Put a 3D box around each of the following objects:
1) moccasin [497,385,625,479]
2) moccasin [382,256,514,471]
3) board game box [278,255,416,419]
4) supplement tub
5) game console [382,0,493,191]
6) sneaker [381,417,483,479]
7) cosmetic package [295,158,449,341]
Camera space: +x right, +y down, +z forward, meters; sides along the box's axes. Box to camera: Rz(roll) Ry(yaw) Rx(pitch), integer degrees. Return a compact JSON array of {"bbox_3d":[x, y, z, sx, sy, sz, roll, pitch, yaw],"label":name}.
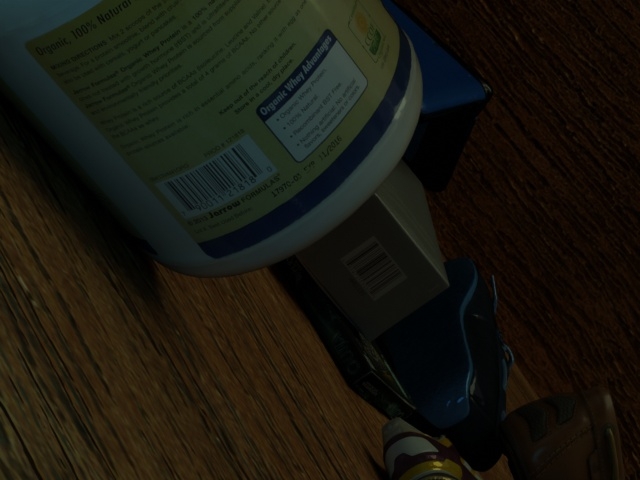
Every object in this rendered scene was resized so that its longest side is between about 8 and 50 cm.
[{"bbox_3d":[0.296,0.307,1.842,0.139,0.147,0.380,-117,-175,-66],"label":"moccasin"},{"bbox_3d":[0.135,0.136,1.929,0.117,0.137,0.342,57,20,-20],"label":"moccasin"},{"bbox_3d":[0.018,0.078,1.711,0.186,0.026,0.126,58,7,31],"label":"board game box"},{"bbox_3d":[-0.103,-0.154,1.132,0.316,0.228,0.228,51,8,-32],"label":"supplement tub"},{"bbox_3d":[0.012,-0.179,1.843,0.293,0.173,0.250,44,29,16],"label":"game console"},{"bbox_3d":[0.112,0.209,1.533,0.185,0.069,0.084,48,15,-50],"label":"sneaker"},{"bbox_3d":[0.040,-0.023,1.737,0.127,0.107,0.238,50,11,-20],"label":"cosmetic package"}]
